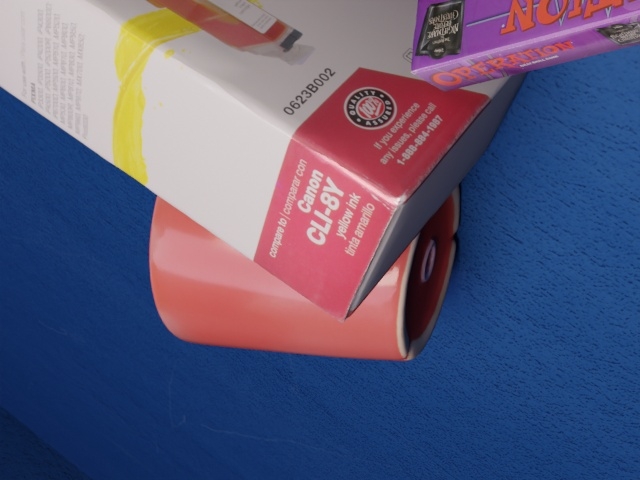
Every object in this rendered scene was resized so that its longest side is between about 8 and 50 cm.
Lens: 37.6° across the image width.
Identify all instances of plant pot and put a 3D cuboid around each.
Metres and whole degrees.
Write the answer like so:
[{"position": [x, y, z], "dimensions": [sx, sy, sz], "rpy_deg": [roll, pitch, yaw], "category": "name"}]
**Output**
[{"position": [0.000, 0.000, 0.958], "dimensions": [0.243, 0.275, 0.275], "rpy_deg": [12, 135, 19], "category": "plant pot"}]

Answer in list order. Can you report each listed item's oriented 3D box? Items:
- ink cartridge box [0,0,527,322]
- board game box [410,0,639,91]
[{"position": [-0.048, -0.161, 0.796], "dimensions": [0.385, 0.279, 0.160], "rpy_deg": [33, 142, 11], "category": "ink cartridge box"}, {"position": [0.209, -0.225, 0.580], "dimensions": [0.056, 0.208, 0.347], "rpy_deg": [14, 165, -43], "category": "board game box"}]
